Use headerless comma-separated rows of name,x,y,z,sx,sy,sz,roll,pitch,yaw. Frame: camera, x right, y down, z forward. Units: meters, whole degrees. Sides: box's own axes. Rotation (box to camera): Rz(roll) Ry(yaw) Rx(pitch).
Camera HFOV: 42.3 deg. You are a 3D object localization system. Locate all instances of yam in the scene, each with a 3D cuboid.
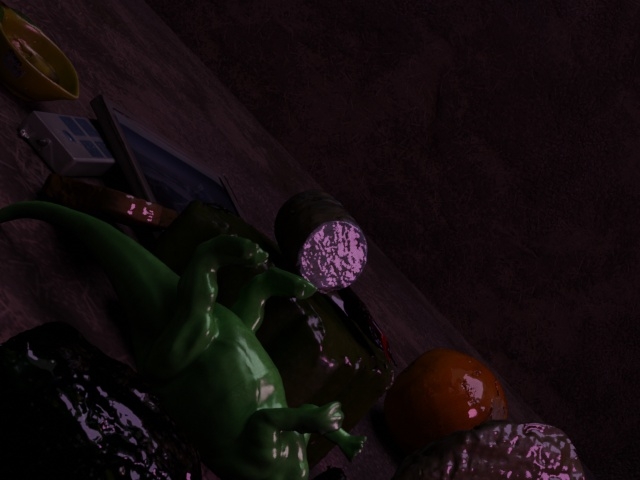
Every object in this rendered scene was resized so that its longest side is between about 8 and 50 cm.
yam,0.000,0.000,1.095,0.107,0.107,0.194,45,3,-17

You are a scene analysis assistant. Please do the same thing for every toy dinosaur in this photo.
toy dinosaur,-0.181,0.169,0.912,0.499,0.375,0.144,9,-9,19

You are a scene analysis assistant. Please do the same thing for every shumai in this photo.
shumai,0.252,0.436,1.375,0.288,0.329,0.292,139,-53,-83

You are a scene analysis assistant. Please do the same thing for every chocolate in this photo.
chocolate,0.056,0.106,1.134,0.086,0.028,0.182,54,-2,-29

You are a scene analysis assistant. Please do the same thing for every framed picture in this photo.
framed picture,-0.229,-0.063,1.538,0.326,0.028,0.446,61,12,23

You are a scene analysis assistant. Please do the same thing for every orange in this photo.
orange,0.241,0.331,1.613,0.240,0.240,0.240,46,11,-12

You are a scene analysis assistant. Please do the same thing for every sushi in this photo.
sushi,-0.204,0.176,0.701,0.225,0.124,0.127,48,11,-2

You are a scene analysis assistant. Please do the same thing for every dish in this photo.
dish,-0.483,-0.288,1.344,0.208,0.080,0.149,51,15,5

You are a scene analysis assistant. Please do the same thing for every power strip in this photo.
power strip,-0.380,-0.156,1.382,0.106,0.043,0.367,48,11,3

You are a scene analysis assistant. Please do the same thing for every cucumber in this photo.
cucumber,0.006,0.344,1.139,0.053,0.053,0.181,51,10,12

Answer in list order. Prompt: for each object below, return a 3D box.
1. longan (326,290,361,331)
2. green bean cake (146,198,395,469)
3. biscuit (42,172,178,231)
longan,-0.004,0.152,1.493,0.189,0.189,0.189,46,11,-12
green bean cake,-0.087,0.134,1.136,0.319,0.218,0.335,45,2,27
biscuit,-0.280,-0.047,1.129,0.183,0.047,0.319,15,-2,-27
